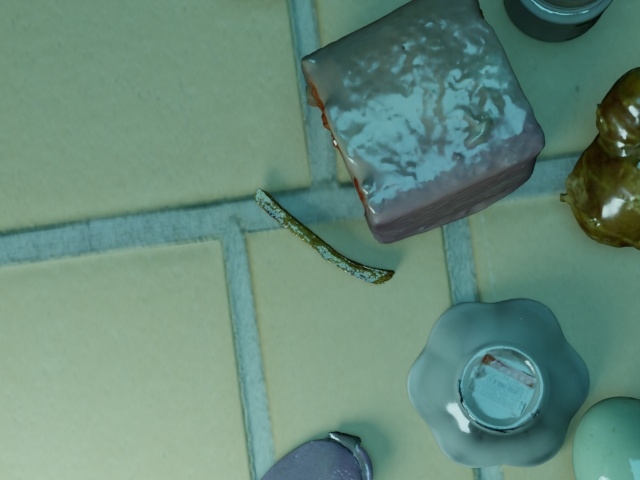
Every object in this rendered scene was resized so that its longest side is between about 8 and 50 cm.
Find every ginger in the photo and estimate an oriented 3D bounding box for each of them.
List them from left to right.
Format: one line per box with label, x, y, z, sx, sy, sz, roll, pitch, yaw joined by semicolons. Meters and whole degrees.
ginger;0.478;-0.099;1.830;0.358;0.152;0.274;10;125;7

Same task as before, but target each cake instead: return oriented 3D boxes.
cake;0.122;-0.143;1.816;0.230;0.309;0.237;-26;84;-1

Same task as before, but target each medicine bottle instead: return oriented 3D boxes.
medicine bottle;0.292;-0.324;1.845;0.139;0.237;0.139;0;86;3

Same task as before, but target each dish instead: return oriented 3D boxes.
dish;0.223;0.180;1.906;0.230;0.081;0.229;0;87;3

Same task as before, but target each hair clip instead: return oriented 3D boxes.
hair clip;-0.057;0.395;1.920;0.096;0.110;0.358;29;84;-37

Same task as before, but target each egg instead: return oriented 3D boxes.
egg;0.385;0.280;1.860;0.149;0.149;0.192;-32;81;1

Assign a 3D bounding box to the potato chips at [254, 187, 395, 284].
potato chips;0.000;0.000;1.952;0.204;0.026;0.037;33;86;4
